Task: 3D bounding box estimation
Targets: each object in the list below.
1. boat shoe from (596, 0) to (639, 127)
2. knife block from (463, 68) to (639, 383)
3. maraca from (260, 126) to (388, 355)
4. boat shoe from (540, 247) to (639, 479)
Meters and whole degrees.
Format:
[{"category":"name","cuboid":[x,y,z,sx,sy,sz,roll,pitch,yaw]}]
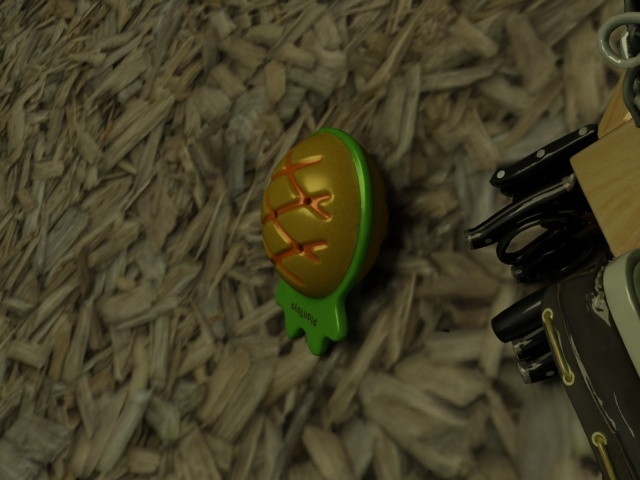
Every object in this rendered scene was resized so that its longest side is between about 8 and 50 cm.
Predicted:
[{"category":"boat shoe","cuboid":[0.207,-0.095,0.482,0.113,0.105,0.306,-17,55,38]},{"category":"knife block","cuboid":[0.225,-0.007,0.562,0.276,0.088,0.242,16,79,48]},{"category":"maraca","cuboid":[0.000,0.000,0.778,0.127,0.099,0.185,28,113,57]},{"category":"boat shoe","cuboid":[0.183,0.121,0.503,0.069,0.081,0.227,-27,73,43]}]
